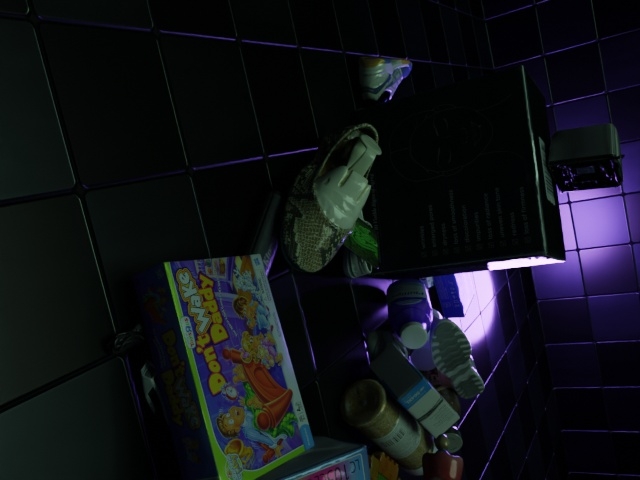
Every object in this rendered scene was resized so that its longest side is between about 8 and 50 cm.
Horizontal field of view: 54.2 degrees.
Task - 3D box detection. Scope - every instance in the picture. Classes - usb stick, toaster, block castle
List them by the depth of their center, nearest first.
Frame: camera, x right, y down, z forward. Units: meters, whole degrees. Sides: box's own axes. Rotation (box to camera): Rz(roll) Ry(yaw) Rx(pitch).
[{"bbox_3d":[-0.119,0.019,1.247,0.077,0.045,0.278,51,41,-39],"label":"usb stick"},{"bbox_3d":[0.235,0.608,1.439,0.453,0.303,0.213,51,41,-42],"label":"block castle"},{"bbox_3d":[0.692,-0.208,1.612,0.168,0.185,0.110,37,56,-51],"label":"toaster"}]

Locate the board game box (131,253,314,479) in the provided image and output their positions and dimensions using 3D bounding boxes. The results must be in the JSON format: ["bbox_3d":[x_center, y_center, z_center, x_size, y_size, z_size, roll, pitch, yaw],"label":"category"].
[{"bbox_3d":[-0.150,0.203,1.012,0.233,0.078,0.347,-4,75,-57],"label":"board game box"}]

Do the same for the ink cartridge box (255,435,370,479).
[{"bbox_3d":[-0.036,0.570,1.066,0.270,0.151,0.395,-7,90,-38],"label":"ink cartridge box"}]

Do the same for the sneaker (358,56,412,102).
[{"bbox_3d":[0.184,-0.478,1.859,0.296,0.112,0.131,-27,123,-57],"label":"sneaker"}]

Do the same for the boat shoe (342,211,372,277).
[{"bbox_3d":[0.102,-0.016,1.599,0.083,0.075,0.226,15,69,-58],"label":"boat shoe"}]

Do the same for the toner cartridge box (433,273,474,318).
[{"bbox_3d":[0.435,0.076,2.136,0.165,0.075,0.348,-45,121,-55],"label":"toner cartridge box"}]

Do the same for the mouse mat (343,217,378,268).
[{"bbox_3d":[0.070,-0.027,1.484,0.189,0.007,0.153,37,31,-22],"label":"mouse mat"}]

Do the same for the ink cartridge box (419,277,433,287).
[{"bbox_3d":[0.336,0.108,2.006,0.048,0.028,0.083,-8,89,-60],"label":"ink cartridge box"}]

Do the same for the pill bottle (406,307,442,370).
[{"bbox_3d":[0.297,0.281,1.774,0.193,0.108,0.108,-70,142,-64],"label":"pill bottle"}]

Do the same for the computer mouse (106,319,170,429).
[{"bbox_3d":[-0.256,0.218,0.973,0.106,0.042,0.193,-39,111,-61],"label":"computer mouse"}]

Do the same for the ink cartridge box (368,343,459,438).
[{"bbox_3d":[0.228,0.366,1.515,0.086,0.148,0.203,-42,124,-2],"label":"ink cartridge box"}]

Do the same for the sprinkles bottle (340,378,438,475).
[{"bbox_3d":[0.181,0.471,1.558,0.355,0.121,0.121,50,43,-41],"label":"sprinkles bottle"}]

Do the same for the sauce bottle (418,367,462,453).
[{"bbox_3d":[0.326,0.431,1.714,0.344,0.111,0.111,-90,158,-65],"label":"sauce bottle"}]

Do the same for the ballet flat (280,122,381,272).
[{"bbox_3d":[0.044,-0.132,1.371,0.164,0.182,0.483,45,35,-18],"label":"ballet flat"}]

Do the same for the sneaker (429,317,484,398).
[{"bbox_3d":[0.344,0.300,1.657,0.115,0.105,0.281,-109,174,-56],"label":"sneaker"}]

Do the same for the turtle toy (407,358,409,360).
[{"bbox_3d":[0.212,0.342,1.685,0.130,0.066,0.095,34,42,-83],"label":"turtle toy"}]

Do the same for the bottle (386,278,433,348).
[{"bbox_3d":[0.235,0.190,1.646,0.283,0.118,0.092,-76,157,-71],"label":"bottle"}]

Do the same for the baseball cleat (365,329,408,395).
[{"bbox_3d":[0.174,0.330,1.595,0.072,0.109,0.206,-29,109,-63],"label":"baseball cleat"}]

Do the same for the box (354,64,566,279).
[{"bbox_3d":[0.374,-0.154,1.703,0.297,0.471,0.480,10,74,-60],"label":"box"}]
